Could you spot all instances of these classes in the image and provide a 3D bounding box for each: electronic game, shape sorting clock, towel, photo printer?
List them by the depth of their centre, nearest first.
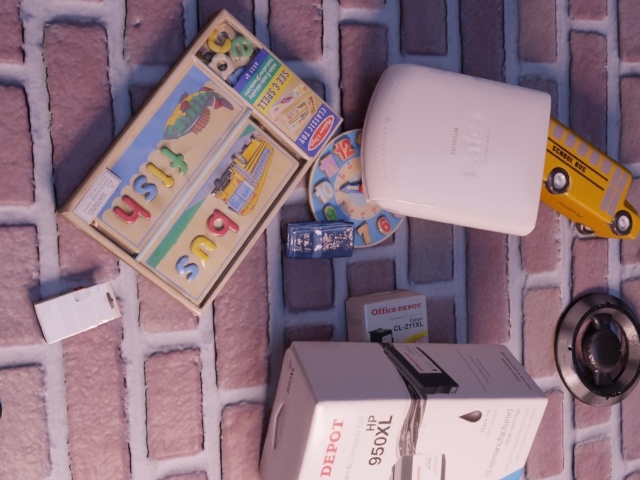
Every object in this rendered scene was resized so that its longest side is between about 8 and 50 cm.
[{"bbox_3d":[0.000,0.000,1.406,0.119,0.029,0.067,-2,113,-14],"label":"towel"},{"bbox_3d":[0.221,-0.156,1.410,0.307,0.107,0.256,10,84,-10],"label":"photo printer"},{"bbox_3d":[0.072,-0.089,1.446,0.206,0.040,0.206,-2,94,-25],"label":"shape sorting clock"},{"bbox_3d":[0.569,0.222,1.701,0.229,0.048,0.229,2,84,-24],"label":"electronic game"}]

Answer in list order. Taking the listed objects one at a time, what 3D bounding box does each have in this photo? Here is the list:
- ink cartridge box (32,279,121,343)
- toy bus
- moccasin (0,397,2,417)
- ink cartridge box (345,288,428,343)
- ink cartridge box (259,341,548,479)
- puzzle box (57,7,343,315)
[{"bbox_3d":[-0.364,0.105,1.254,0.115,0.029,0.063,-20,101,-24],"label":"ink cartridge box"},{"bbox_3d":[0.479,-0.119,1.605,0.332,0.108,0.130,28,80,-24],"label":"toy bus"},{"bbox_3d":[-0.600,0.243,1.100,0.342,0.117,0.138,-15,99,-24],"label":"moccasin"},{"bbox_3d":[0.119,0.182,1.468,0.127,0.072,0.175,-8,97,-24],"label":"ink cartridge box"},{"bbox_3d":[0.126,0.325,1.361,0.394,0.166,0.286,3,115,-19],"label":"ink cartridge box"},{"bbox_3d":[-0.176,-0.120,1.318,0.272,0.052,0.409,40,76,-23],"label":"puzzle box"}]
